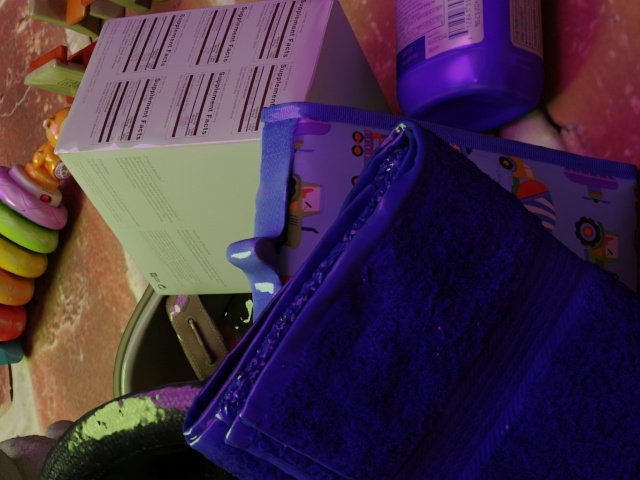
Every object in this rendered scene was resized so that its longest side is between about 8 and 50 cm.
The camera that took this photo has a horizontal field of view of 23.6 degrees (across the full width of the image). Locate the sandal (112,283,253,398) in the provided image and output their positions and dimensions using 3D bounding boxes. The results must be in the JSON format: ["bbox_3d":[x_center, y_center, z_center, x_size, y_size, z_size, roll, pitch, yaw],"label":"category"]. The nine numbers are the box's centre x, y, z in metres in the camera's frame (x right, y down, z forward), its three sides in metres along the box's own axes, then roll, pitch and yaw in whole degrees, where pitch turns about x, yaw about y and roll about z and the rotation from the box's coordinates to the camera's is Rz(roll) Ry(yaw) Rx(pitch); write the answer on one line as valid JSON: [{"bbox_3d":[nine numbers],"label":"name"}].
[{"bbox_3d":[-0.100,0.066,1.383,0.086,0.120,0.303,26,100,39],"label":"sandal"}]

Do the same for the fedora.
[{"bbox_3d":[-0.053,0.199,1.208,0.334,0.334,0.152,-41,13,39],"label":"fedora"}]

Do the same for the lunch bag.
[{"bbox_3d":[0.068,0.038,1.014,0.138,0.293,0.221,-15,68,50],"label":"lunch bag"}]

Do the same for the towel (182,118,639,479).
[{"bbox_3d":[0.102,0.104,0.905,0.228,0.308,0.076,-54,22,-1],"label":"towel"}]

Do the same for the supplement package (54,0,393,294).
[{"bbox_3d":[-0.062,-0.071,1.218,0.203,0.194,0.149,-2,53,23],"label":"supplement package"}]

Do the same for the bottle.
[{"bbox_3d":[0.114,-0.228,1.204,0.118,0.092,0.283,-21,63,48],"label":"bottle"}]

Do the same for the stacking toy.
[{"bbox_3d":[-0.349,-0.023,1.730,0.302,0.175,0.166,-53,41,8],"label":"stacking toy"}]

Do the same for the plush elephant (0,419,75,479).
[{"bbox_3d":[-0.292,0.302,1.445,0.330,0.272,0.256,-21,74,17],"label":"plush elephant"}]

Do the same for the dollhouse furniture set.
[{"bbox_3d":[-0.232,-0.280,1.639,0.262,0.135,0.259,-18,65,49],"label":"dollhouse furniture set"}]
